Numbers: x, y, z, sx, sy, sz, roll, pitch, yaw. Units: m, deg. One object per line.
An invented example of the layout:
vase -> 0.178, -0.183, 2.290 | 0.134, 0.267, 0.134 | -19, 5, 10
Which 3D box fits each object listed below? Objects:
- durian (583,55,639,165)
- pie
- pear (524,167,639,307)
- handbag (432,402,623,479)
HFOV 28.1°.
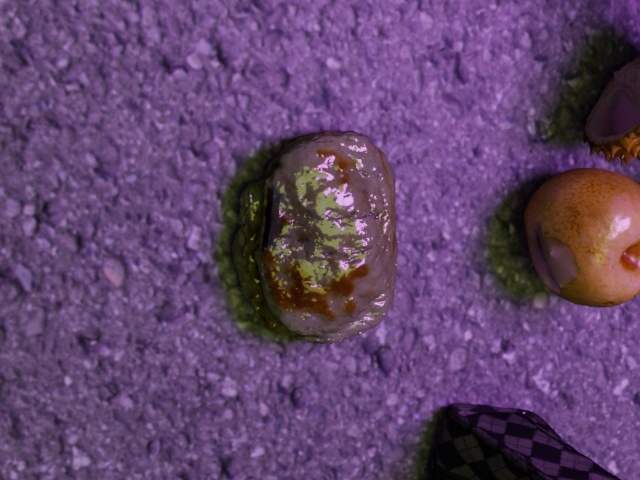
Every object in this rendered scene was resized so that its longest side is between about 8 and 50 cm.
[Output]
durian -> 0.415, -0.163, 1.493 | 0.138, 0.249, 0.183 | 23, 71, -20
pie -> 0.000, 0.000, 1.471 | 0.201, 0.090, 0.248 | -5, 101, -15
pear -> 0.323, -0.007, 1.543 | 0.178, 0.178, 0.178 | -5, 104, -18
handbag -> 0.243, 0.441, 1.539 | 0.180, 0.316, 0.416 | 5, 101, -27
